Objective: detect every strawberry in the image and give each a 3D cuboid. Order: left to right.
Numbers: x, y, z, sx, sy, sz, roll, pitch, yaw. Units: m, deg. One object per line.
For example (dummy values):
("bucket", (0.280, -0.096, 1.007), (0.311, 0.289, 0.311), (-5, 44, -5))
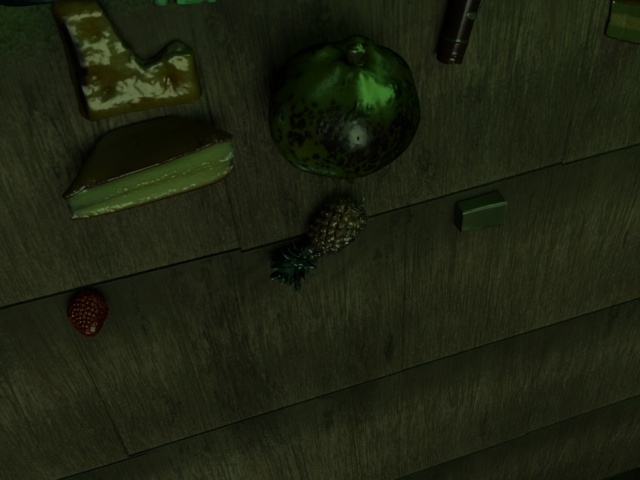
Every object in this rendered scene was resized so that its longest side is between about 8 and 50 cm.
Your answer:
("strawberry", (-0.398, 0.131, 1.199), (0.073, 0.083, 0.073), (-24, 147, -17))

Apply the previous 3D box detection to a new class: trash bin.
("trash bin", (0.311, -0.055, 1.361), (0.092, 0.043, 0.061), (-12, 133, -8))

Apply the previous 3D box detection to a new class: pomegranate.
("pomegranate", (0.026, -0.190, 1.048), (0.222, 0.276, 0.203), (-6, 91, -12))

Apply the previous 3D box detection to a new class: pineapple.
("pineapple", (0.000, 0.001, 1.242), (0.083, 0.103, 0.221), (45, 107, -7))

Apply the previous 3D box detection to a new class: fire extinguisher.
("fire extinguisher", (0.222, -0.352, 1.068), (0.078, 0.045, 0.157), (-28, 141, -39))

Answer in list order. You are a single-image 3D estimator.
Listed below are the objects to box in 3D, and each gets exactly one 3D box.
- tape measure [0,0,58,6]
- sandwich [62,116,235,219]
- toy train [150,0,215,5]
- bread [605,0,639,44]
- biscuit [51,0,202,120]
("tape measure", (-0.322, -0.371, 0.677), (0.147, 0.256, 0.275), (-13, 106, -10))
("sandwich", (-0.256, -0.111, 1.039), (0.258, 0.096, 0.094), (-17, 140, -10))
("toy train", (-0.179, -0.378, 0.857), (0.105, 0.071, 0.178), (-12, 134, -24))
("bread", (0.563, -0.397, 1.189), (0.139, 0.084, 0.074), (-40, 141, -30))
("biscuit", (-0.258, -0.251, 0.955), (0.183, 0.039, 0.174), (-10, 130, -15))
